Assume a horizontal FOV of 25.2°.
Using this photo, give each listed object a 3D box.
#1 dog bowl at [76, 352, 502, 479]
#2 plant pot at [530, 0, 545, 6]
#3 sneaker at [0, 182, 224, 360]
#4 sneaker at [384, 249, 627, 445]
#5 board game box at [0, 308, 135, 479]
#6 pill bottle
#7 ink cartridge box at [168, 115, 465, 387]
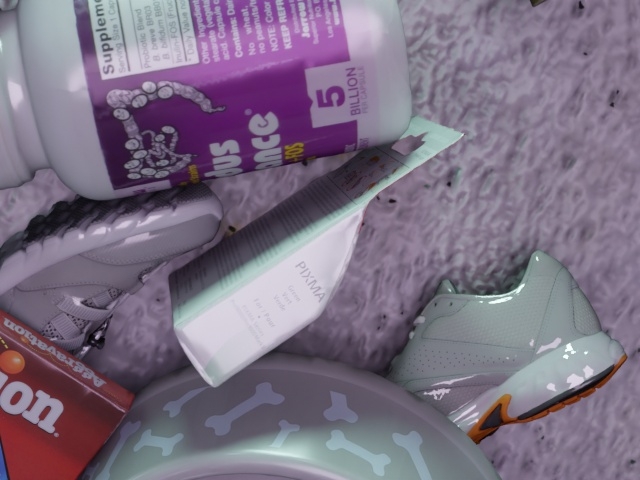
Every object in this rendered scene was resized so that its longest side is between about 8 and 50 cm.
[{"bbox_3d":[-0.029,0.256,1.013,0.348,0.102,0.349,4,115,9],"label":"dog bowl"},{"bbox_3d":[0.184,-0.323,0.937,0.237,0.237,0.254,-29,94,0],"label":"plant pot"},{"bbox_3d":[-0.187,0.044,1.029,0.281,0.105,0.115,-26,108,11],"label":"sneaker"},{"bbox_3d":[0.087,0.100,1.070,0.262,0.099,0.121,-26,75,7],"label":"sneaker"},{"bbox_3d":[-0.283,0.085,0.978,0.281,0.027,0.145,34,111,-10],"label":"board game box"},{"bbox_3d":[-0.101,-0.119,0.964,0.301,0.169,0.169,-11,100,-3],"label":"pill bottle"},{"bbox_3d":[0.000,0.000,0.988,0.224,0.181,0.056,-32,101,-1],"label":"ink cartridge box"}]
